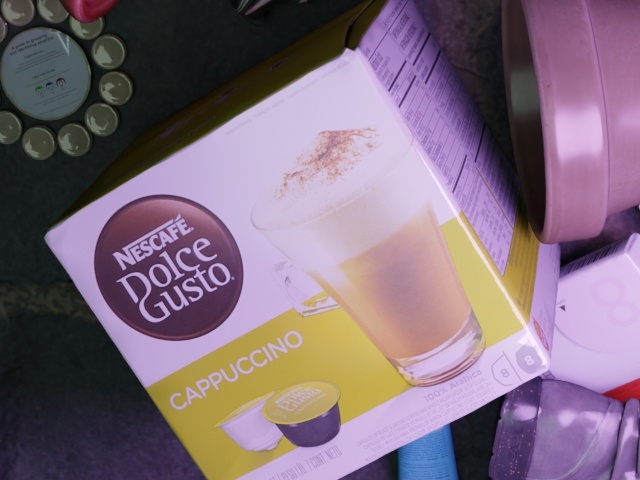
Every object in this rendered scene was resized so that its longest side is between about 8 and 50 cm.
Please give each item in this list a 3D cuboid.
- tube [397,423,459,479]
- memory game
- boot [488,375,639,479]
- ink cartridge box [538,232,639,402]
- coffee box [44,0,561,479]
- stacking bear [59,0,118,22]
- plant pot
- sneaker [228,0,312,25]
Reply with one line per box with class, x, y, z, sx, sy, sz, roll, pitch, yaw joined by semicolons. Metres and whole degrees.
tube;0.113;0.235;1.955;0.080;0.052;0.207;0;113;15
memory game;-0.285;-0.172;1.904;0.186;0.012;0.186;3;109;9
boot;0.272;0.294;1.888;0.222;0.118;0.338;11;124;4
ink cartridge box;0.301;0.126;1.855;0.189;0.066;0.232;-28;98;35
coffee box;0.000;0.000;1.738;0.337;0.338;0.334;-29;101;17
stacking bear;-0.309;-0.350;1.781;0.289;0.175;0.164;32;104;8
plant pot;0.298;-0.139;1.703;0.229;0.263;0.263;-8;107;-1
sneaker;-0.018;-0.274;1.804;0.178;0.072;0.077;-26;114;25
